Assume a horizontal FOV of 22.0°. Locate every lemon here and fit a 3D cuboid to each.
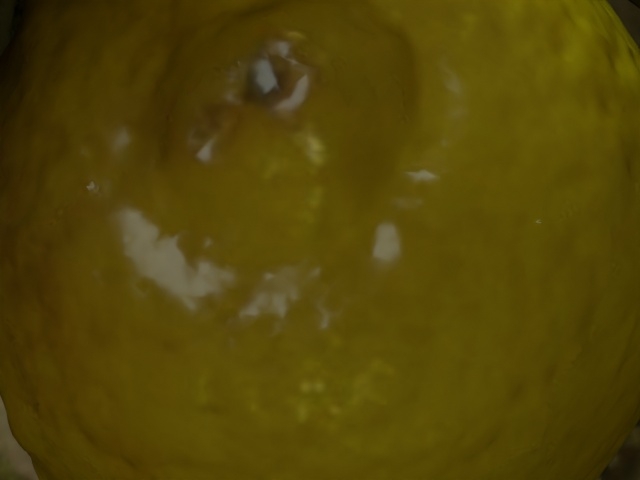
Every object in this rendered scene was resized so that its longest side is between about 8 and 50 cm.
[{"bbox_3d":[0.000,0.000,0.522,0.234,0.288,0.233,-1,70,2],"label":"lemon"}]

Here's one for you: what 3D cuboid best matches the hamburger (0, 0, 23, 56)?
[{"bbox_3d":[-0.175,-0.107,0.682,0.288,0.168,0.192,43,98,28],"label":"hamburger"}]

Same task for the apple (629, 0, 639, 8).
[{"bbox_3d":[0.170,-0.144,0.526,0.174,0.188,0.188,37,94,14],"label":"apple"}]
